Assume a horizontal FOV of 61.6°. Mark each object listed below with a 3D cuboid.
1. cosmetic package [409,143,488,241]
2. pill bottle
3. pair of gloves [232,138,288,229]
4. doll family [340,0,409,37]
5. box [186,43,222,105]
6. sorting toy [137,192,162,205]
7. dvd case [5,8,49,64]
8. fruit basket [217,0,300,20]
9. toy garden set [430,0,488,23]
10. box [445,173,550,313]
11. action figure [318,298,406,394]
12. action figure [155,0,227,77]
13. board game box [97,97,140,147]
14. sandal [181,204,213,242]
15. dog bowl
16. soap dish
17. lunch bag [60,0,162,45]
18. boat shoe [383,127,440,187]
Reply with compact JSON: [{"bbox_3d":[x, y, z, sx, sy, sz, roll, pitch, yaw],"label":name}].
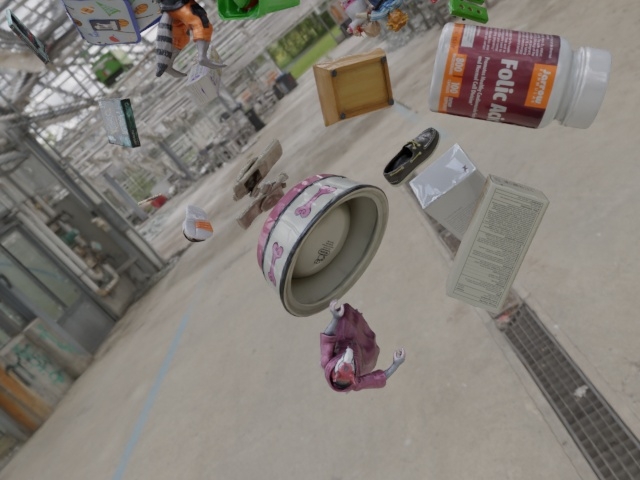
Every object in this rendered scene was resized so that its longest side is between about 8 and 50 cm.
[{"bbox_3d":[0.563,-0.133,2.006,0.230,0.453,0.162,-39,44,21],"label":"cosmetic package"},{"bbox_3d":[0.481,-0.401,1.335,0.391,0.224,0.224,12,36,12],"label":"pill bottle"},{"bbox_3d":[-0.163,-0.146,1.500,0.204,0.042,0.240,-46,-22,-21],"label":"pair of gloves"},{"bbox_3d":[0.154,-0.543,1.149,0.262,0.163,0.118,-35,4,16],"label":"doll family"},{"bbox_3d":[-0.317,-0.466,1.492,0.063,0.067,0.324,-27,32,9],"label":"box"},{"bbox_3d":[-0.529,-0.124,1.652,0.083,0.012,0.062,-7,21,46],"label":"sorting toy"},{"bbox_3d":[-0.710,-0.493,1.303,0.013,0.119,0.087,-32,53,0],"label":"dvd case"},{"bbox_3d":[-0.235,-0.777,1.413,0.392,0.392,0.282,-45,39,-17],"label":"fruit basket"},{"bbox_3d":[0.334,-0.689,1.443,0.049,0.203,0.245,130,143,-59],"label":"toy garden set"},{"bbox_3d":[0.433,0.009,1.345,0.121,0.147,0.311,-55,-16,-68],"label":"box"},{"bbox_3d":[0.054,0.308,1.417,0.276,0.248,0.370,-48,-2,13],"label":"action figure"},{"bbox_3d":[-0.296,-0.534,1.158,0.178,0.331,0.341,-17,18,-27],"label":"action figure"},{"bbox_3d":[-0.543,-0.318,1.447,0.026,0.126,0.186,-22,26,-34],"label":"board game box"},{"bbox_3d":[-0.440,-0.043,1.891,0.076,0.101,0.265,-64,22,17],"label":"sandal"},{"bbox_3d":[0.000,0.000,1.460,0.150,0.408,0.408,36,71,29],"label":"dog bowl"},{"bbox_3d":[0.132,-0.567,1.989,0.290,0.229,0.118,-21,24,-19],"label":"soap dish"},{"bbox_3d":[-0.656,-0.827,1.769,0.385,0.239,0.328,-38,1,-11],"label":"lunch bag"},{"bbox_3d":[0.288,-0.271,1.692,0.228,0.068,0.081,-50,45,1],"label":"boat shoe"}]
